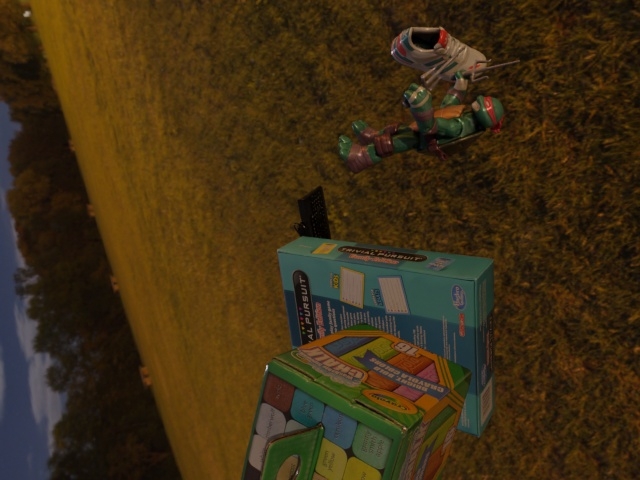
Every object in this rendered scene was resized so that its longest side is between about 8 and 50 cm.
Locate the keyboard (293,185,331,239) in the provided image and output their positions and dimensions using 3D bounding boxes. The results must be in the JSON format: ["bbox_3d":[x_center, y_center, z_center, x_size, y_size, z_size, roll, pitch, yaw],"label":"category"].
[{"bbox_3d":[0.000,0.000,1.013,0.038,0.100,0.192,10,125,35],"label":"keyboard"}]

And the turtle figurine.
[{"bbox_3d":[0.146,-0.161,0.695,0.234,0.175,0.118,-18,94,29],"label":"turtle figurine"}]

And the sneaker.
[{"bbox_3d":[0.195,-0.296,0.837,0.075,0.161,0.057,170,113,-81],"label":"sneaker"}]

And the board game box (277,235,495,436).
[{"bbox_3d":[0.100,0.137,0.845,0.336,0.079,0.253,8,114,35],"label":"board game box"}]

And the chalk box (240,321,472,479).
[{"bbox_3d":[0.035,0.233,0.630,0.179,0.289,0.180,20,105,29],"label":"chalk box"}]
